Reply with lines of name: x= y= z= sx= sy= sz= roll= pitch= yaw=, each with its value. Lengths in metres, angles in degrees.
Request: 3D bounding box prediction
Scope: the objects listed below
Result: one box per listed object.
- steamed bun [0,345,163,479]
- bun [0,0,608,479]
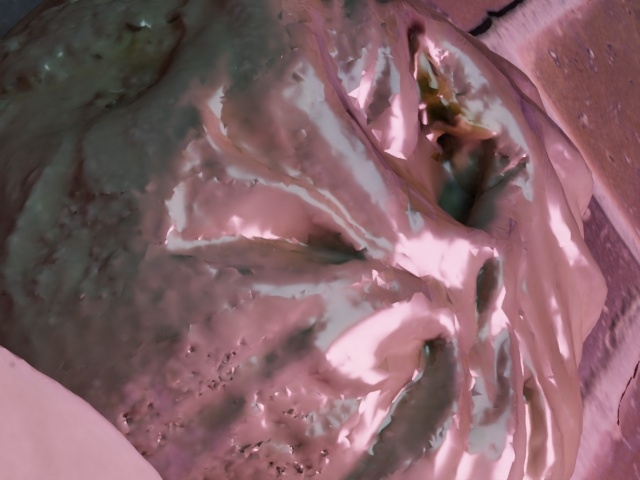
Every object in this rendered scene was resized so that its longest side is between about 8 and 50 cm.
steamed bun: x=-0.148 y=0.154 z=0.401 sx=0.283 sy=0.177 sz=0.283 roll=36 pitch=33 yaw=-28
bun: x=0.000 y=0.000 z=0.745 sx=0.360 sy=0.211 sz=0.359 roll=37 pitch=37 yaw=-34
